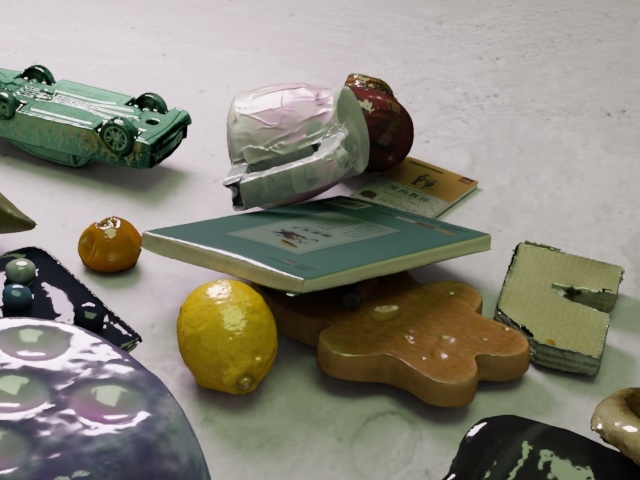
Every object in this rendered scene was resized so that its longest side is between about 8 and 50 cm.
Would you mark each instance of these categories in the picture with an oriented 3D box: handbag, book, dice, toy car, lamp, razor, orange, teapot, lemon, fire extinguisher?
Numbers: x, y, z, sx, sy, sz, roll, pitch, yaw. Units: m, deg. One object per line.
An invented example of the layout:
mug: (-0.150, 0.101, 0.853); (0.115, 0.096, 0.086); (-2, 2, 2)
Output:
handbag: (-0.371, 0.126, 1.893); (0.326, 0.118, 0.269); (-22, 40, -38)
book: (0.000, 0.000, 2.166); (0.264, 0.031, 0.379); (15, 18, 39)
dice: (-0.270, 0.245, 1.528); (0.271, 0.270, 0.270); (-18, 36, -37)
book: (0.130, -0.068, 2.451); (0.118, 0.012, 0.172); (22, 32, 24)
toy car: (-0.346, -0.166, 2.436); (0.321, 0.097, 0.141); (15, 29, 16)
lamp: (0.057, -0.168, 2.465); (0.156, 0.135, 0.157); (10, -7, -5)
razor: (0.267, 0.299, 1.670); (0.349, 0.113, 0.204); (21, 61, 24)
orange: (-0.260, 0.002, 2.190); (0.086, 0.062, 0.086); (7, 31, -4)
teapot: (-0.031, -0.134, 2.304); (0.178, 0.163, 0.221); (-12, -1, 21)
lemon: (-0.104, 0.110, 1.976); (0.114, 0.114, 0.155); (-2, 41, -15)
fire extinguisher: (0.053, 0.056, 2.089); (0.028, 0.022, 0.083); (-21, 11, 30)

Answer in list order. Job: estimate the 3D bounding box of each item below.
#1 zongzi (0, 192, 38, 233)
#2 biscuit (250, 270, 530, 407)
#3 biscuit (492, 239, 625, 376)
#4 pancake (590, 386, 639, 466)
zongzi: (-0.491, -0.099, 2.261); (0.274, 0.125, 0.251); (6, 36, -6)
biscuit: (0.071, 0.099, 2.095); (0.355, 0.052, 0.275); (24, 30, 31)
biscuit: (0.294, 0.083, 2.177); (0.147, 0.046, 0.250); (13, 29, 9)
pancake: (0.424, 0.221, 1.688); (0.356, 0.065, 0.356); (18, 8, -3)
